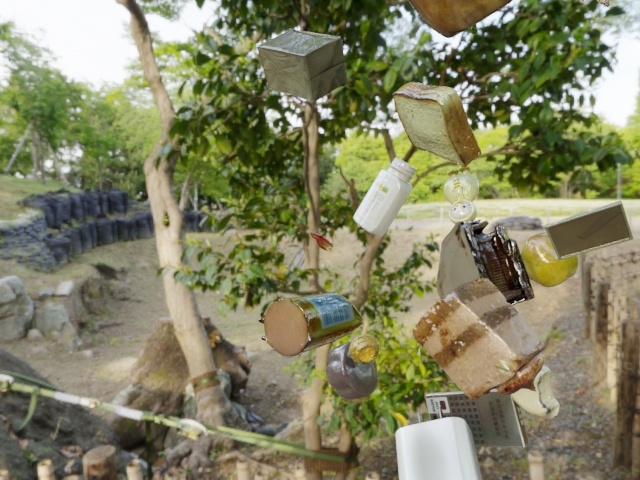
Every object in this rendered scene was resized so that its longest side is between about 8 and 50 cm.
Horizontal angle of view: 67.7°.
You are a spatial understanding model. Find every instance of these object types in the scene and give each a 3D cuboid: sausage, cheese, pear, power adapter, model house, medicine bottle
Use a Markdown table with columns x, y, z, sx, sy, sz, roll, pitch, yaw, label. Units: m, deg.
| x | y | z | sx | sy | sz | roll | pitch | yaw | label |
| --- | --- | --- | --- | --- | --- | --- | --- | --- | --- |
| 0.000 | 0.179 | 1.075 | 0.125 | 0.117 | 0.317 | -10 | -7 | 28 | sausage |
| 0.616 | 0.438 | 1.482 | 0.071 | 0.163 | 0.249 | -9 | 13 | -33 | cheese |
| 0.813 | 0.067 | 1.712 | 0.200 | 0.200 | 0.200 | -2 | 5 | 0 | pear |
| 0.285 | 0.530 | 1.170 | 0.187 | 0.124 | 0.255 | -19 | 35 | 18 | power adapter |
| 0.550 | 0.092 | 1.578 | 0.282 | 0.317 | 0.297 | -13 | -13 | -23 | model house |
| 0.279 | -0.189 | 2.026 | 0.124 | 0.324 | 0.179 | 20 | 16 | -33 | medicine bottle |

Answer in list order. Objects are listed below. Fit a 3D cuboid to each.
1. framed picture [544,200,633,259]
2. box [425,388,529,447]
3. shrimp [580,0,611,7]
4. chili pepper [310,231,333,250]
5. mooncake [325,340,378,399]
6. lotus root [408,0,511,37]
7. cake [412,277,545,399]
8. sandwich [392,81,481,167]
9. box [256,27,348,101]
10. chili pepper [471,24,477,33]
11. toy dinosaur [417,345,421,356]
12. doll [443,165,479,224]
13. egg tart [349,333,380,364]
| x | y | z | sx | sy | sz | roll | pitch | yaw | label |
| --- | --- | --- | --- | --- | --- | --- | --- | --- | --- |
| 0.769 | -0.025 | 1.370 | 0.203 | 0.150 | 0.015 | -22 | 35 | 28 | framed picture |
| 0.520 | 0.603 | 1.621 | 0.325 | 0.180 | 0.047 | -21 | -15 | 42 | box |
| 0.935 | -0.819 | 1.631 | 0.083 | 0.114 | 0.023 | -17 | -39 | 0 | shrimp |
| 0.000 | 0.000 | 1.944 | 0.045 | 0.027 | 0.178 | -30 | -36 | 20 | chili pepper |
| 0.131 | 0.531 | 1.951 | 0.133 | 0.245 | 0.245 | -29 | -14 | 40 | mooncake |
| 0.287 | -0.525 | 0.877 | 0.316 | 0.250 | 0.316 | -20 | 8 | 3 | lotus root |
| 0.398 | 0.260 | 1.160 | 0.199 | 0.293 | 0.196 | -9 | -36 | -49 | cake |
| 0.390 | -0.411 | 1.643 | 0.099 | 0.271 | 0.301 | -35 | 33 | -9 | sandwich |
| -0.055 | -0.544 | 1.478 | 0.149 | 0.155 | 0.231 | -38 | 47 | -25 | box |
| 0.580 | -0.809 | 1.773 | 0.034 | 0.091 | 0.030 | -4 | 49 | -11 | chili pepper |
| 0.365 | 0.301 | 1.589 | 0.037 | 0.180 | 0.058 | 38 | -24 | -9 | toy dinosaur |
| 0.551 | -0.168 | 1.860 | 0.141 | 0.117 | 0.296 | -13 | 43 | 25 | doll |
| 0.178 | 0.428 | 1.861 | 0.130 | 0.130 | 0.052 | -3 | 15 | -8 | egg tart |
